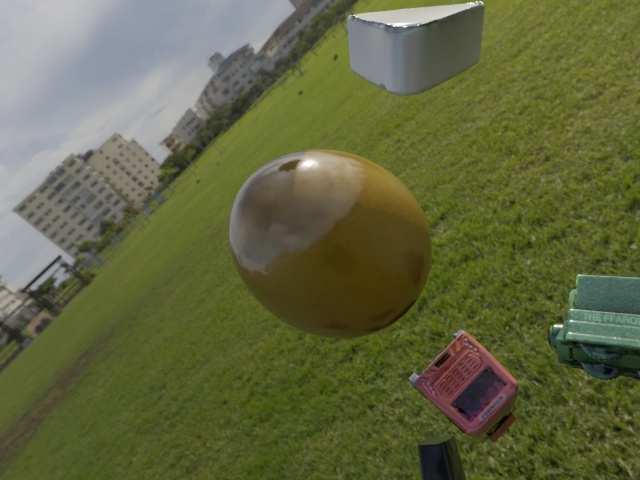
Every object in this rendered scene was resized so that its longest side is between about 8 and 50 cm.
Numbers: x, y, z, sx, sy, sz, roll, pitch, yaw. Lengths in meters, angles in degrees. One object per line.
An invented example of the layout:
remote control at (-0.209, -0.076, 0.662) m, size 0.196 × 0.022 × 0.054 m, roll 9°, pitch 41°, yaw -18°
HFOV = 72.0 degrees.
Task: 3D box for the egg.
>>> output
egg at (0.015, 0.005, 0.604) m, size 0.250 × 0.322 × 0.250 m, roll -14°, pitch 65°, yaw 32°

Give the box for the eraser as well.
eraser at (0.210, -0.450, 1.028) m, size 0.331 × 0.149 × 0.331 m, roll -5°, pitch 32°, yaw 3°

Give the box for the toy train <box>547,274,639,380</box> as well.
toy train at (0.562, 0.145, 0.724) m, size 0.330 × 0.138 × 0.178 m, roll 2°, pitch 58°, yaw 32°

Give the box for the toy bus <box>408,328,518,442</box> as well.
toy bus at (0.410, 0.414, 1.204) m, size 0.203 × 0.427 × 0.233 m, roll -44°, pitch 57°, yaw -3°

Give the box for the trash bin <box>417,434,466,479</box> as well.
trash bin at (0.386, 0.746, 1.382) m, size 0.115 × 0.165 × 0.225 m, roll -18°, pitch 69°, yaw 26°
